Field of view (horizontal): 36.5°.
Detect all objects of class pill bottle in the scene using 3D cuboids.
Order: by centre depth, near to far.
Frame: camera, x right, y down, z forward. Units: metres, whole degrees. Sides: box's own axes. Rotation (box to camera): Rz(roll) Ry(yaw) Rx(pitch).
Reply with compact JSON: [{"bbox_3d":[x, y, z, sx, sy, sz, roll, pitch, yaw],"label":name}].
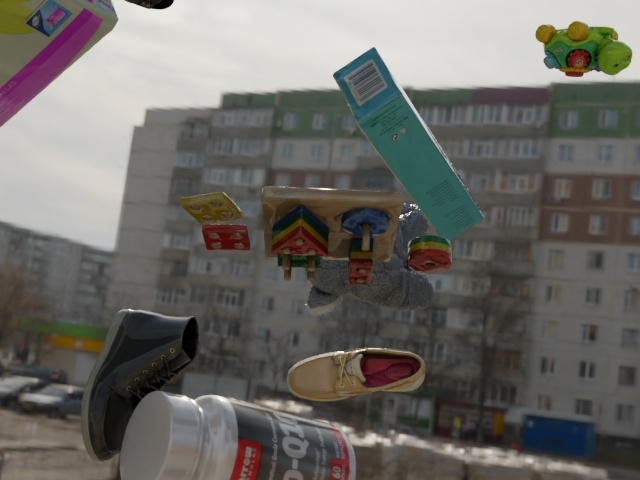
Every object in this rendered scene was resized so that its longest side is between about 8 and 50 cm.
[{"bbox_3d":[-0.108,0.296,1.290,0.283,0.161,0.161,20,-14,-32],"label":"pill bottle"}]

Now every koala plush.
[{"bbox_3d":[0.061,0.042,1.728,0.221,0.196,0.203,-2,7,30],"label":"koala plush"}]

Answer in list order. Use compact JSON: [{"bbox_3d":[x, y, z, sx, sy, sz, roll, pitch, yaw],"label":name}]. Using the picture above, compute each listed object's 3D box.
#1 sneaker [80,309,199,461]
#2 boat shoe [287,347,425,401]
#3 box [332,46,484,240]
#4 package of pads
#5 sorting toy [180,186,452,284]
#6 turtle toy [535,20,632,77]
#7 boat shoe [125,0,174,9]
[{"bbox_3d":[-0.243,0.192,1.318,0.118,0.222,0.083,-1,-31,19],"label":"sneaker"},{"bbox_3d":[0.044,0.156,1.169,0.170,0.063,0.059,-6,-21,-5],"label":"boat shoe"},{"bbox_3d":[0.108,-0.107,1.147,0.060,0.101,0.244,-32,-44,10],"label":"box"},{"bbox_3d":[-0.425,-0.244,1.145,0.296,0.101,0.229,-37,-32,18],"label":"package of pads"},{"bbox_3d":[0.000,0.000,0.961,0.274,0.046,0.132,3,-26,-1],"label":"sorting toy"},{"bbox_3d":[0.344,-0.246,1.259,0.095,0.066,0.130,-1,6,-41],"label":"turtle toy"},{"bbox_3d":[-0.294,-0.419,1.647,0.042,0.049,0.133,38,21,14],"label":"boat shoe"}]
